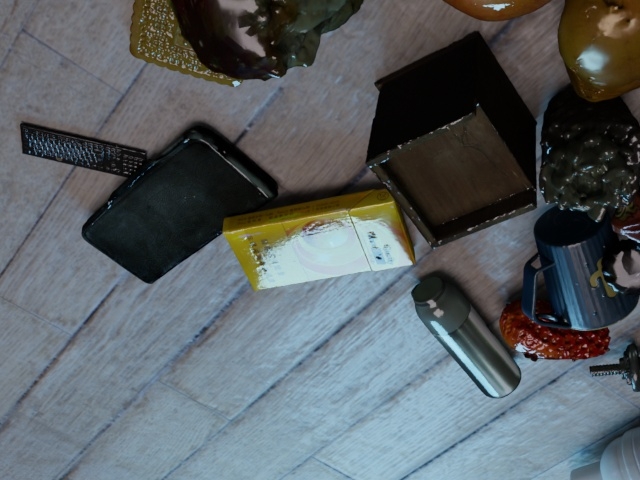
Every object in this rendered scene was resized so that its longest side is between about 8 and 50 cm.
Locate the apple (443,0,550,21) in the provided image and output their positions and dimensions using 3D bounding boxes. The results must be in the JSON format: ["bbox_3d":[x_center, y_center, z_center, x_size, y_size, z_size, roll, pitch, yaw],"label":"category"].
[{"bbox_3d":[0.197,-0.346,1.093,0.201,0.162,0.201,6,134,6],"label":"apple"}]

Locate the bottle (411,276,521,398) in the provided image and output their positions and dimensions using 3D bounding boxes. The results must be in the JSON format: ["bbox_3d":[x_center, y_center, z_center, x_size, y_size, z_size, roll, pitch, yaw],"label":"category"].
[{"bbox_3d":[0.237,0.159,1.597,0.254,0.079,0.096,49,162,-30],"label":"bottle"}]

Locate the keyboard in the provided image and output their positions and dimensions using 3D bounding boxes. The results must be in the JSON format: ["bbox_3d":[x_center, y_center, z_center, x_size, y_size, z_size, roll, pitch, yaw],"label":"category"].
[{"bbox_3d":[-0.367,-0.136,1.500,0.198,0.010,0.064,13,134,0],"label":"keyboard"}]

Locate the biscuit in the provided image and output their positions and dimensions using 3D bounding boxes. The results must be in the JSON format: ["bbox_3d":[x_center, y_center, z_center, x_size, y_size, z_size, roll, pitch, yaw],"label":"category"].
[{"bbox_3d":[-0.159,-0.325,1.277,0.172,0.029,0.255,16,132,-2],"label":"biscuit"}]

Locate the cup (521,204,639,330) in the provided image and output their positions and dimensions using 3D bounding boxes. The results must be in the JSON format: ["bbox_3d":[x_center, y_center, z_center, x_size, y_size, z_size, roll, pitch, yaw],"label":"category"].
[{"bbox_3d":[0.367,0.043,1.416,0.176,0.131,0.155,-31,121,-11],"label":"cup"}]

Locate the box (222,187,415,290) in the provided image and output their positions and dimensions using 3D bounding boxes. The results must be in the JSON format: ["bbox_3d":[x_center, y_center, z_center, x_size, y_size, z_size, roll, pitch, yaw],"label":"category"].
[{"bbox_3d":[0.000,0.000,1.499,0.269,0.043,0.152,-10,138,12],"label":"box"}]

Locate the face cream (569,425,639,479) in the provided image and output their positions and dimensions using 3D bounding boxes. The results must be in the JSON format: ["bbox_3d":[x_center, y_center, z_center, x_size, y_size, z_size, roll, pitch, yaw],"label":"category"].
[{"bbox_3d":[0.584,0.391,1.679,0.369,0.145,0.145,-29,120,30],"label":"face cream"}]

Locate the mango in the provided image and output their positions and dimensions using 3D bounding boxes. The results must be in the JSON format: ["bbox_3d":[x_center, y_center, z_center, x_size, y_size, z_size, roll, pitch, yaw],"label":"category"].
[{"bbox_3d":[0.338,-0.241,1.129,0.151,0.156,0.249,45,171,13],"label":"mango"}]

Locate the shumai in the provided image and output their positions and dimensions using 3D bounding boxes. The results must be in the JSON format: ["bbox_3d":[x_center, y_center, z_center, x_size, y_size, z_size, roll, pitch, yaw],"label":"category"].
[{"bbox_3d":[-0.042,-0.305,1.087,0.303,0.263,0.309,-15,133,11],"label":"shumai"}]

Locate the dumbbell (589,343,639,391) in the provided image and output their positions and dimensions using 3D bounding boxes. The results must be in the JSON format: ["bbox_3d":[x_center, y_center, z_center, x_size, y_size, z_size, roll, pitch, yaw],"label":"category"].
[{"bbox_3d":[0.563,0.199,1.559,0.253,0.082,0.082,-8,129,19],"label":"dumbbell"}]

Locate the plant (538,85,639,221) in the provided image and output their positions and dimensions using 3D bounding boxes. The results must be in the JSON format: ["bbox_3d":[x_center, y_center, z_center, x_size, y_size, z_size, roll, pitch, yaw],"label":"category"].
[{"bbox_3d":[0.347,-0.108,1.250,0.129,0.194,0.132,1,130,11],"label":"plant"}]

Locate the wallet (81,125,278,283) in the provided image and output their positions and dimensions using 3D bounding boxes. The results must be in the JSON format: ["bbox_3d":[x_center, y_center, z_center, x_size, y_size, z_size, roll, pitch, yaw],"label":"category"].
[{"bbox_3d":[-0.231,-0.050,1.525,0.172,0.045,0.318,38,127,-25],"label":"wallet"}]

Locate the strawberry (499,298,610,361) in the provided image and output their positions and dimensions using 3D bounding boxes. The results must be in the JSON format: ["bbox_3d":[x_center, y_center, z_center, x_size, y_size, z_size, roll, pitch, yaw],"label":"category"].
[{"bbox_3d":[0.373,0.130,1.529,0.188,0.121,0.082,3,121,-12],"label":"strawberry"}]

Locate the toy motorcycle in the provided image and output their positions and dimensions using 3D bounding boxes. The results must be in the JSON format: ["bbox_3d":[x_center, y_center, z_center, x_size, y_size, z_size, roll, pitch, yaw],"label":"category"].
[{"bbox_3d":[0.558,-0.057,1.272,0.400,0.134,0.207,-15,117,15],"label":"toy motorcycle"}]

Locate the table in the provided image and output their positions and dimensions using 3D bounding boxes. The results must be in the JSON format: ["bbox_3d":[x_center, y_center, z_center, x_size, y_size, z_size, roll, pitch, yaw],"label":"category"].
[{"bbox_3d":[0.170,-0.127,1.272,0.172,0.193,0.169,-24,123,28],"label":"table"}]
